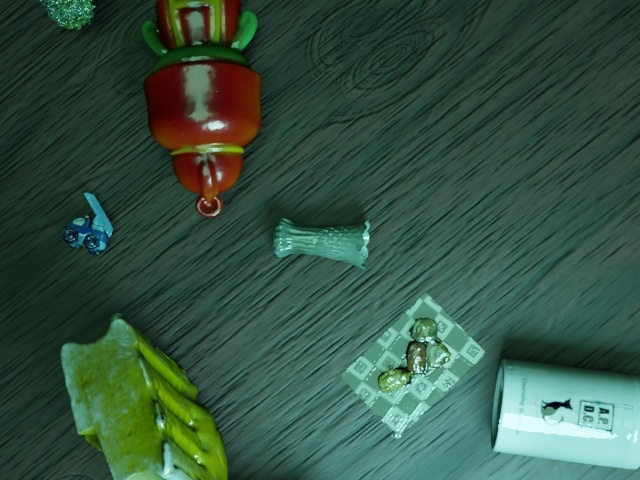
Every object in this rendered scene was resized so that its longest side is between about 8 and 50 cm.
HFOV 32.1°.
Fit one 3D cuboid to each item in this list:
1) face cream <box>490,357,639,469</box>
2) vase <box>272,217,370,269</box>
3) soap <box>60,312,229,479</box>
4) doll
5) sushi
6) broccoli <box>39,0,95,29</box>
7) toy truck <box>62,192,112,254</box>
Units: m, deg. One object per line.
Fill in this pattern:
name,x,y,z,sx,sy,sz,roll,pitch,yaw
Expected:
face cream,0.448,0.267,1.666,0.369,0.145,0.145,6,89,4
vase,0.000,0.000,1.741,0.148,0.081,0.081,6,89,7
soap,-0.241,0.273,1.609,0.143,0.281,0.259,-27,60,-1
doll,-0.180,-0.216,1.715,0.182,0.160,0.363,-4,88,-4
sushi,0.143,0.199,1.745,0.201,0.031,0.139,-45,87,1
broccoli,-0.352,-0.413,1.764,0.204,0.122,0.118,-29,65,-13
toy truck,-0.369,-0.028,1.778,0.073,0.056,0.090,16,76,0
